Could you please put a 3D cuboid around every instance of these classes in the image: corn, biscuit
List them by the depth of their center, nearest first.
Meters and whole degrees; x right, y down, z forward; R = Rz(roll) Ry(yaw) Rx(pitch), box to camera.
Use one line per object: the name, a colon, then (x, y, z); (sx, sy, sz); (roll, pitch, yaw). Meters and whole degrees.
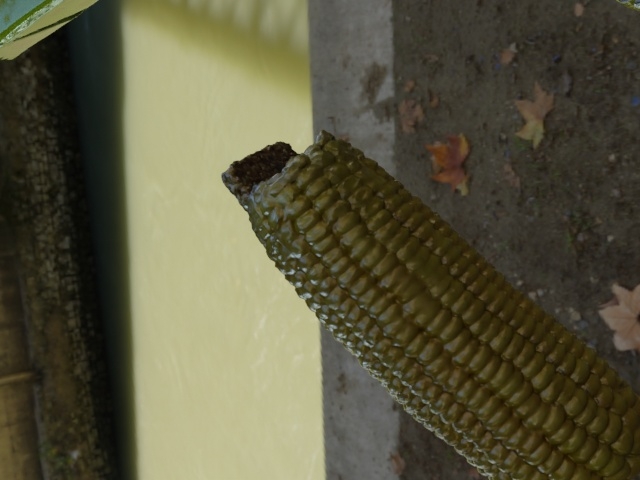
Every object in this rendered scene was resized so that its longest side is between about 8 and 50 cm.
corn: (0.091, 0.063, 0.521); (0.344, 0.131, 0.131); (43, 140, 1)
biscuit: (0.008, 0.000, 0.709); (0.237, 0.131, 0.026); (49, 124, 2)

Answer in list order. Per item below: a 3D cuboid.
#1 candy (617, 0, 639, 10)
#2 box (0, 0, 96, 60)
candy: (0.415, -0.297, 0.785); (0.094, 0.198, 0.106); (-43, 57, 45)
box: (-0.125, -0.250, 0.374); (0.334, 0.047, 0.187); (-19, 102, 29)
